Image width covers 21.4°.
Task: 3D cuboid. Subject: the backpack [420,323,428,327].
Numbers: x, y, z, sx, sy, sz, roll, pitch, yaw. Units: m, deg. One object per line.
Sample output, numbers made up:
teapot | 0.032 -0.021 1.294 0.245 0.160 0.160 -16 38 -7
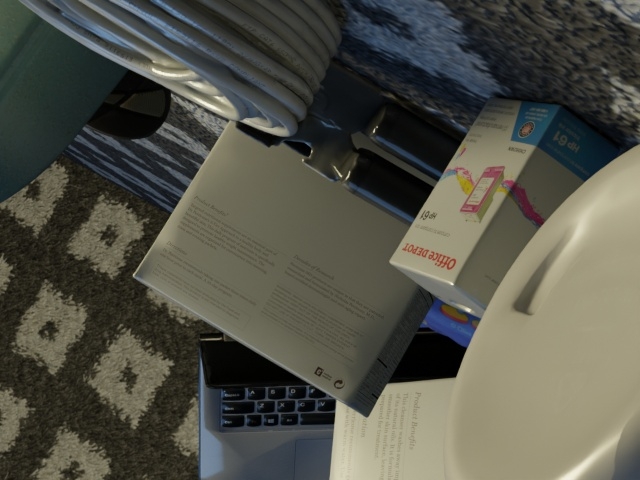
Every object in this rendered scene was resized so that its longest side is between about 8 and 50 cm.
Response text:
backpack | 0.154 0.112 2.096 0.098 0.101 0.120 32 171 -36

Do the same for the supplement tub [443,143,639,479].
supplement tub | 0.251 0.119 0.847 0.325 0.235 0.235 33 175 -17

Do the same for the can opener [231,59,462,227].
can opener | 0.050 -0.065 1.220 0.283 0.076 0.095 30 -166 -4

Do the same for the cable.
cable | -0.108 -0.160 1.059 0.257 0.089 0.257 28 175 22

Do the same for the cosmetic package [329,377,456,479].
cosmetic package | 0.204 0.241 1.577 0.385 0.217 0.156 -5 155 28

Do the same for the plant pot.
plant pot | -0.344 -0.158 1.511 0.248 0.252 0.247 29 174 10

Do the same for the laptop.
laptop | 0.059 0.216 1.871 0.382 0.408 0.236 -1 -139 -5

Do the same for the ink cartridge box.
ink cartridge box | 0.106 -0.018 0.991 0.052 0.122 0.088 33 174 -23

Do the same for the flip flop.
flip flop | -0.278 -0.193 1.717 0.277 0.112 0.080 27 -169 -14

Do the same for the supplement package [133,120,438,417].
supplement package | 0.000 0.000 1.328 0.194 0.203 0.149 30 175 11

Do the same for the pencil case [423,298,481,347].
pencil case | 0.114 0.034 1.452 0.306 0.119 0.133 27 -164 24
